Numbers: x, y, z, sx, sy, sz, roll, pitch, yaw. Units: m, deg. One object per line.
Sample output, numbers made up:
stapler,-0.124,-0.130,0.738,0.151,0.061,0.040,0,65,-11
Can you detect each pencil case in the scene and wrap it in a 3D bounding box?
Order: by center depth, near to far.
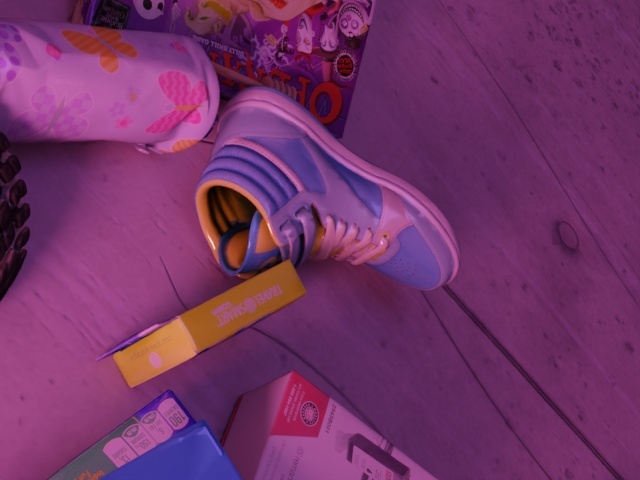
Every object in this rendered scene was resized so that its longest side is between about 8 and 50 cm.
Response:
pencil case,-0.227,-0.140,0.982,0.273,0.124,0.113,-3,53,-45

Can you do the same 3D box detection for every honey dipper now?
honey dipper,-0.098,-0.179,1.134,0.160,0.030,0.031,20,53,-33

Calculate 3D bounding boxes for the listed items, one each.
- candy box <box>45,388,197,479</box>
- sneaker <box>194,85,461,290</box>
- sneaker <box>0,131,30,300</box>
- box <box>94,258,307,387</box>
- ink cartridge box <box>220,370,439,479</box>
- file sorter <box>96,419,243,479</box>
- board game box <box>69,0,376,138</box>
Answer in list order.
candy box,-0.121,0.314,0.773,0.317,0.122,0.268,52,39,3
sneaker,0.000,0.000,1.114,0.319,0.127,0.208,34,43,-11
sneaker,-0.353,-0.076,0.825,0.330,0.147,0.130,63,25,-22
box,-0.106,0.078,0.970,0.178,0.109,0.042,-26,87,-49
ink cartridge box,0.007,0.251,0.987,0.218,0.092,0.159,41,44,-21
file sorter,-0.094,0.231,0.688,0.118,0.104,0.170,-24,76,-48
board game box,-0.093,-0.261,1.172,0.346,0.056,0.208,17,89,-37
